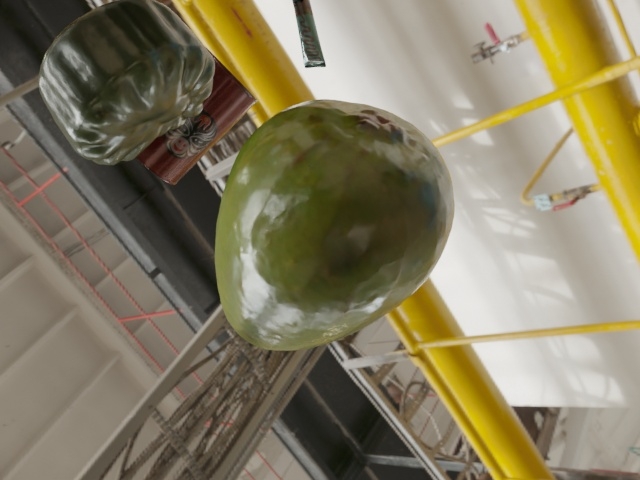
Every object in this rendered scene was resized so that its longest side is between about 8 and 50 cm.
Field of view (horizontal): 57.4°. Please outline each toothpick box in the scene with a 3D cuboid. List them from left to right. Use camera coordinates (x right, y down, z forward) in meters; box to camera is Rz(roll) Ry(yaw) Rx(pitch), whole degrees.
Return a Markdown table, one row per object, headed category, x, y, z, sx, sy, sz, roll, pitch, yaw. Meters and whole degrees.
| category | x | y | z | sx | sy | sz | roll | pitch | yaw |
| --- | --- | --- | --- | --- | --- | --- | --- | --- | --- |
| toothpick box | -0.359 | -0.338 | 1.602 | 0.333 | 0.204 | 0.204 | -44 | -64 | 4 |

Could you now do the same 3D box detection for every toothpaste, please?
| category | x | y | z | sx | sy | sz | roll | pitch | yaw |
| --- | --- | --- | --- | --- | --- | --- | --- | --- | --- |
| toothpaste | -0.033 | -0.473 | 1.258 | 0.036 | 0.056 | 0.205 | -51 | -43 | -43 |

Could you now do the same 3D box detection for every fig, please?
| category | x | y | z | sx | sy | sz | roll | pitch | yaw |
| --- | --- | --- | --- | --- | --- | --- | --- | --- | --- |
| fig | 0.000 | 0.000 | 0.680 | 0.258 | 0.326 | 0.258 | 26 | -155 | -14 |

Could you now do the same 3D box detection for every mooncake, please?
| category | x | y | z | sx | sy | sz | roll | pitch | yaw |
| --- | --- | --- | --- | --- | --- | --- | --- | --- | --- |
| mooncake | -0.384 | -0.319 | 1.205 | 0.351 | 0.351 | 0.187 | -30 | -103 | -43 |
